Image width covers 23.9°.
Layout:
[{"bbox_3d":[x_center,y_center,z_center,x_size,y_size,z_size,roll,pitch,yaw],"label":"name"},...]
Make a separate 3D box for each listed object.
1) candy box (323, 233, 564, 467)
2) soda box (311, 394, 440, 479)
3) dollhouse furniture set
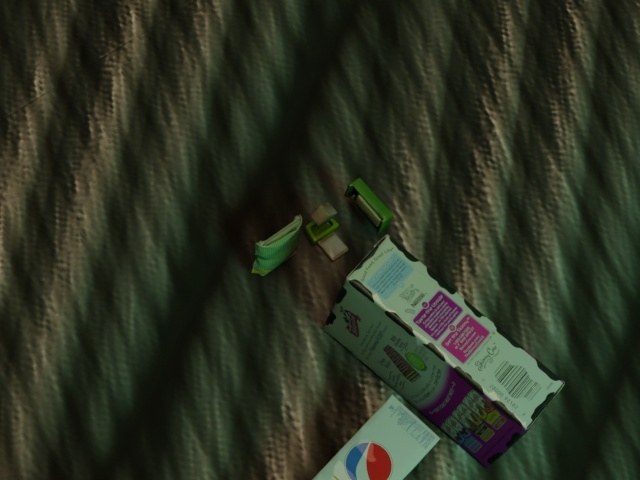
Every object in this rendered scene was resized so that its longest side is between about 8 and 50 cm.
[{"bbox_3d":[0.121,0.117,1.558,0.233,0.159,0.071,40,67,7],"label":"candy box"},{"bbox_3d":[0.022,0.260,1.531,0.069,0.074,0.216,43,68,9],"label":"soda box"},{"bbox_3d":[0.000,0.000,1.631,0.152,0.076,0.058,-35,76,-20],"label":"dollhouse furniture set"}]
